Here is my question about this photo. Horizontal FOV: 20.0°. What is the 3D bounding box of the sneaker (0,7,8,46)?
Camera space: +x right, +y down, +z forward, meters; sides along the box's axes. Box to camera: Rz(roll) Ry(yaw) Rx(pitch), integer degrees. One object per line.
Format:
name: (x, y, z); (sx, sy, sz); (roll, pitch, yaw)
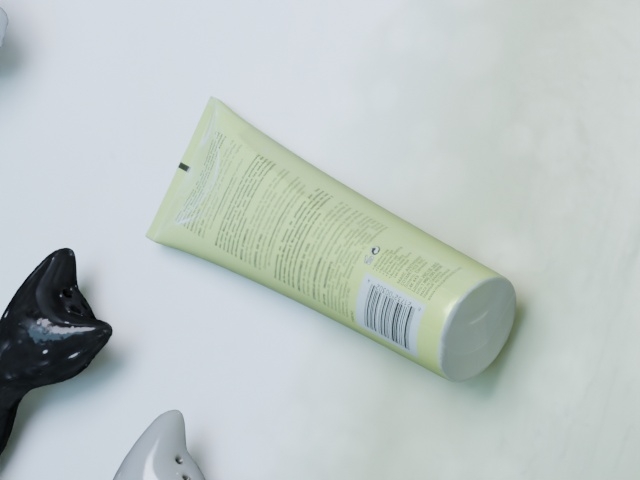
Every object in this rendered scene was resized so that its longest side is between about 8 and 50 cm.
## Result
sneaker: (-0.320, -0.250, 1.183); (0.366, 0.137, 0.210); (25, 99, 36)

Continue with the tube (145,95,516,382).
tube: (0.000, 0.000, 0.994); (0.240, 0.062, 0.070); (27, 54, 37)

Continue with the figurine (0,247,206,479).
figurine: (-0.167, 0.144, 1.059); (0.209, 0.092, 0.215); (-46, 62, 13)
